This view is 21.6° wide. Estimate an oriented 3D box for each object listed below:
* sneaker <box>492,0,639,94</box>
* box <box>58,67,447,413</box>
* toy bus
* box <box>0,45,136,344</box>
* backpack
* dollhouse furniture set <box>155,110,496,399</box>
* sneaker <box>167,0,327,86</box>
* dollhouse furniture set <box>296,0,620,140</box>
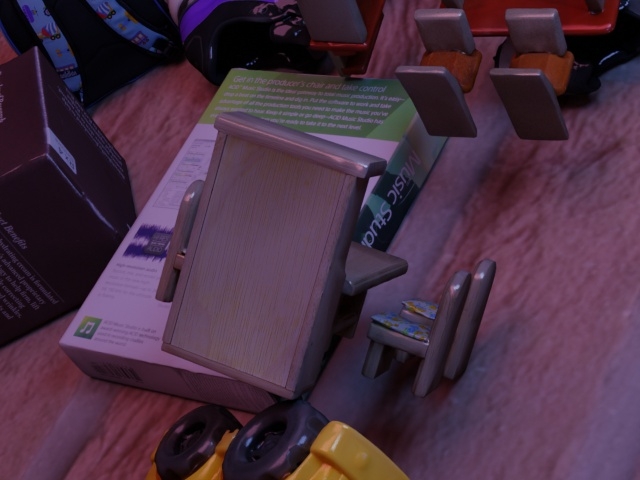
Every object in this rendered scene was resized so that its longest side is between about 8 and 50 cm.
[{"bbox_3d":[0.251,-0.207,1.405,0.106,0.078,0.234,25,72,41],"label":"sneaker"},{"bbox_3d":[-0.051,-0.009,1.426,0.232,0.058,0.322,8,58,37],"label":"box"},{"bbox_3d":[-0.054,0.229,1.102,0.220,0.149,0.211,-7,41,51],"label":"toy bus"},{"bbox_3d":[-0.293,-0.030,1.513,0.203,0.168,0.167,-27,42,8],"label":"box"},{"bbox_3d":[-0.242,-0.232,1.665,0.158,0.173,0.117,-31,42,5],"label":"backpack"},{"bbox_3d":[0.000,0.000,1.176,0.212,0.242,0.161,19,101,16],"label":"dollhouse furniture set"},{"bbox_3d":[0.000,-0.232,1.576,0.293,0.102,0.146,-28,46,14],"label":"sneaker"},{"bbox_3d":[0.120,-0.201,1.372,0.259,0.135,0.262,4,60,26],"label":"dollhouse furniture set"}]
